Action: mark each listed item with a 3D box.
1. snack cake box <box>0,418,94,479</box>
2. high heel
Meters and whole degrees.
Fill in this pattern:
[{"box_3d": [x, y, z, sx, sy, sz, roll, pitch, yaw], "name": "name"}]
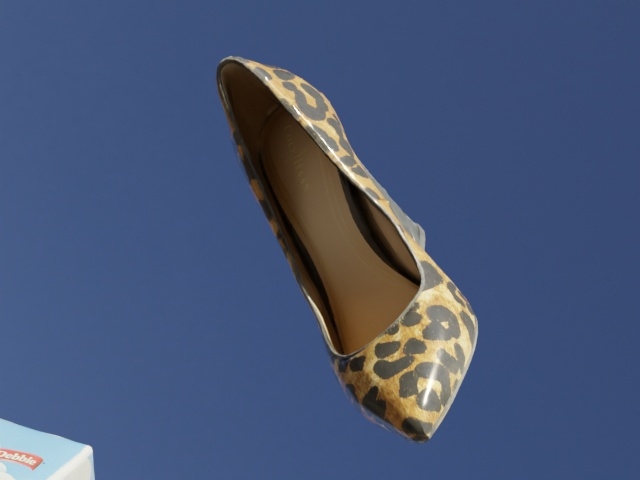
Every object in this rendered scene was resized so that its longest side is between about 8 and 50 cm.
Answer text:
[{"box_3d": [-0.190, 0.205, 0.751, 0.152, 0.089, 0.264, 15, -60, 22], "name": "snack cake box"}, {"box_3d": [0.000, 0.000, 0.932, 0.093, 0.261, 0.186, -37, -65, 15], "name": "high heel"}]
